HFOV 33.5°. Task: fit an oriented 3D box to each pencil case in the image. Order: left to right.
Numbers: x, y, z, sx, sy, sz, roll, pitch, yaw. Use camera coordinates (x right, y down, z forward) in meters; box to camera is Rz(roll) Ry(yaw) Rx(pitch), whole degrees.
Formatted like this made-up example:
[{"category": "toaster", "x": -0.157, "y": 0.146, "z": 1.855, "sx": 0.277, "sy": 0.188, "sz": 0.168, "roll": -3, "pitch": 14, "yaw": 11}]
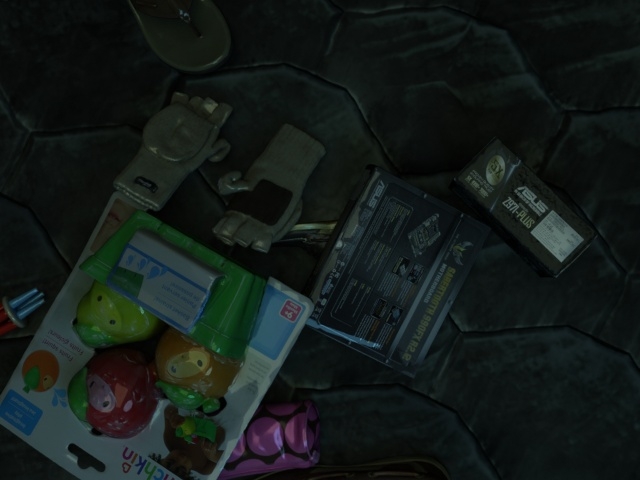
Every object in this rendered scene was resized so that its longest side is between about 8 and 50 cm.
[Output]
[{"category": "pencil case", "x": -0.102, "y": 0.274, "z": 1.426, "sx": 0.209, "sy": 0.095, "sz": 0.098, "roll": -11, "pitch": 52, "yaw": 5}]

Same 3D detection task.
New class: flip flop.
[{"category": "flip flop", "x": -0.219, "y": -0.350, "z": 1.459, "sx": 0.112, "sy": 0.080, "sz": 0.277, "roll": -28, "pitch": 86, "yaw": 3}]

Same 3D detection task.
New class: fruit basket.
[{"category": "fruit basket", "x": -0.229, "y": 0.153, "z": 1.369, "sx": 0.327, "sy": 0.165, "sz": 0.353, "roll": 30, "pitch": 83, "yaw": 18}]

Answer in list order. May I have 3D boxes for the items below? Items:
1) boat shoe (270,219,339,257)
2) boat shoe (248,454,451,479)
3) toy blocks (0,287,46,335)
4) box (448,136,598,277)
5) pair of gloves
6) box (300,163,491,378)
[{"category": "boat shoe", "x": 0.000, "y": 0.000, "z": 1.444, "sx": 0.152, "sy": 0.056, "sz": 0.049, "roll": -7, "pitch": 82, "yaw": 4}, {"category": "boat shoe", "x": 0.007, "y": 0.360, "z": 1.397, "sx": 0.342, "sy": 0.123, "sz": 0.123, "roll": -10, "pitch": 87, "yaw": 3}, {"category": "toy blocks", "x": -0.466, "y": 0.083, "z": 1.474, "sx": 0.148, "sy": 0.054, "sz": 0.123, "roll": -32, "pitch": 87, "yaw": 2}, {"category": "box", "x": 0.259, "y": -0.039, "z": 1.382, "sx": 0.180, "sy": 0.147, "sz": 0.077, "roll": 45, "pitch": 91, "yaw": 5}, {"category": "pair of gloves", "x": -0.131, "y": -0.093, "z": 1.429, "sx": 0.240, "sy": 0.042, "sz": 0.204, "roll": 23, "pitch": 60, "yaw": 1}, {"category": "box", "x": 0.093, "y": 0.041, "z": 1.412, "sx": 0.183, "sy": 0.056, "sz": 0.231, "roll": 27, "pitch": 90, "yaw": -14}]
